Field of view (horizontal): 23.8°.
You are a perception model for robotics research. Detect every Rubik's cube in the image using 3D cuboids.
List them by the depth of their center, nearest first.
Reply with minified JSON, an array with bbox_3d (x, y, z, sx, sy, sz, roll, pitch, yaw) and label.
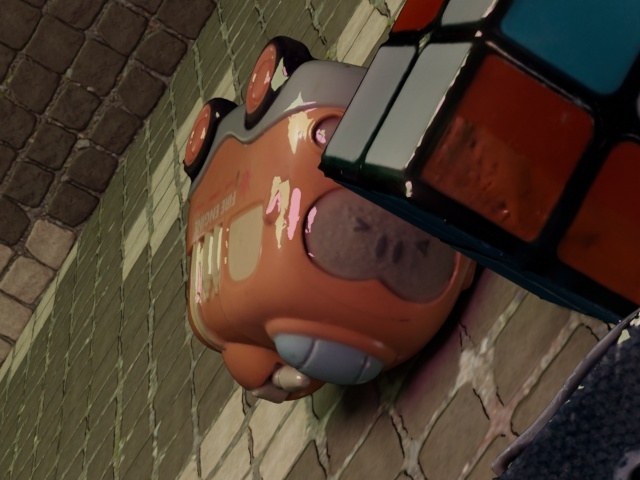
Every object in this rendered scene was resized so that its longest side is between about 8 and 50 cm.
[{"bbox_3d":[0.130,-0.068,0.836,0.180,0.183,0.167,-63,17,-1],"label":"Rubik's cube"}]

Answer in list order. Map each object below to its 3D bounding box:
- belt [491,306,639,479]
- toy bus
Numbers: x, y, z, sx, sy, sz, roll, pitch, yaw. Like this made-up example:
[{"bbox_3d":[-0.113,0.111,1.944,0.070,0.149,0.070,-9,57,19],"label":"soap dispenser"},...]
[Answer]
[{"bbox_3d":[0.161,0.084,0.615,0.218,0.128,0.122,-53,-12,31],"label":"belt"},{"bbox_3d":[0.000,0.000,1.118,0.287,0.194,0.232,-26,47,63],"label":"toy bus"}]
